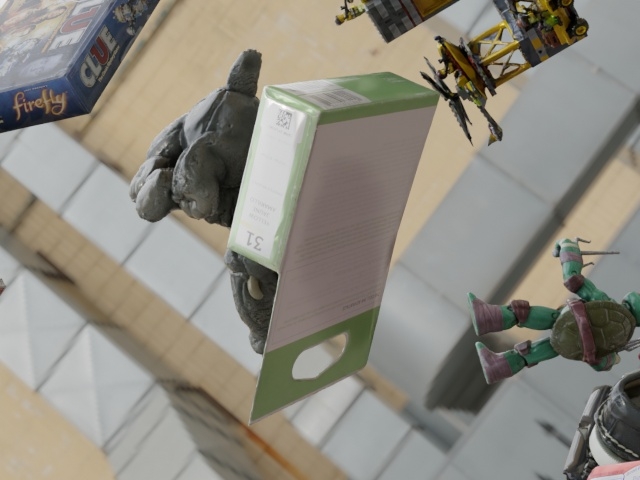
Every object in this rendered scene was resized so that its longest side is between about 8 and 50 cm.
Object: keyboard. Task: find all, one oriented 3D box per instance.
[{"bbox_3d":[0.420,0.269,1.659,0.317,0.201,0.033,-40,-29,-66],"label":"keyboard"}]

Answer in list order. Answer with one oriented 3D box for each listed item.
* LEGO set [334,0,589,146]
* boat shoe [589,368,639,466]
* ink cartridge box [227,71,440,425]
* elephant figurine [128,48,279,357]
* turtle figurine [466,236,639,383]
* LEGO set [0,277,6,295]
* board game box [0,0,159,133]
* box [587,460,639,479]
[{"bbox_3d":[0.081,-0.256,1.174,0.192,0.331,0.255,-30,-36,10],"label":"LEGO set"},{"bbox_3d":[0.404,0.159,1.245,0.302,0.114,0.091,-9,-46,-18],"label":"boat shoe"},{"bbox_3d":[0.000,0.000,0.965,0.171,0.056,0.235,-17,-52,-56],"label":"ink cartridge box"},{"bbox_3d":[-0.060,-0.027,1.333,0.186,0.239,0.169,-32,30,36],"label":"elephant figurine"},{"bbox_3d":[0.292,0.087,1.509,0.234,0.175,0.118,-13,14,1],"label":"turtle figurine"},{"bbox_3d":[-0.468,0.100,1.366,0.244,0.060,0.182,-16,-22,-41],"label":"LEGO set"},{"bbox_3d":[-0.238,-0.190,1.207,0.042,0.165,0.243,61,-147,-34],"label":"board game box"},{"bbox_3d":[0.289,0.232,0.864,0.300,0.142,0.154,-32,30,63],"label":"box"}]
